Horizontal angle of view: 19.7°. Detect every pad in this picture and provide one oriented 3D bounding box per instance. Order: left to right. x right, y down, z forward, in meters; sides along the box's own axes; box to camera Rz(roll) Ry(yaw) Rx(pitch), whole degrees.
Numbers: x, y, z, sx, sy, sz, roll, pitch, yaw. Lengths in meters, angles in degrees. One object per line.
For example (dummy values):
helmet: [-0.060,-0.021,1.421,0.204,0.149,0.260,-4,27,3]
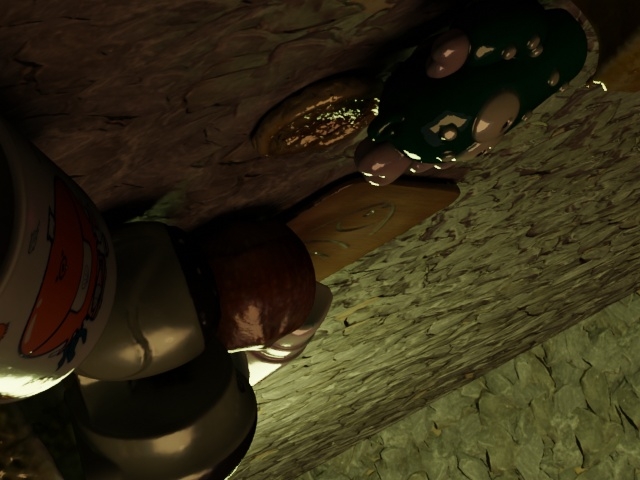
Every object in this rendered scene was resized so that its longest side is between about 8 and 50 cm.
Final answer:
pad: [0.000,0.000,2.156,0.284,0.018,0.286,-31,165,26]

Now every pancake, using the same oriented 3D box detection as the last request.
pancake: [0.008,-0.116,1.740,0.152,0.025,0.151,-22,164,-7]

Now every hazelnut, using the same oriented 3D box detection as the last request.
hazelnut: [-0.079,0.049,1.971,0.154,0.143,0.143,-14,163,-24]

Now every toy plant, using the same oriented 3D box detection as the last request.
toy plant: [0.135,-0.137,1.694,0.243,0.112,0.232,-12,148,-53]

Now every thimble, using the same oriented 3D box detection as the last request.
thimble: [-0.335,0.215,1.903,0.150,0.271,0.271,-28,166,1]

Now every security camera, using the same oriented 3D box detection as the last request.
security camera: [-0.178,0.106,1.833,0.191,0.197,0.277,-17,125,-5]

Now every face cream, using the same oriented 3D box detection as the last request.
face cream: [-0.090,0.126,2.242,0.102,0.102,0.345,-17,169,-28]

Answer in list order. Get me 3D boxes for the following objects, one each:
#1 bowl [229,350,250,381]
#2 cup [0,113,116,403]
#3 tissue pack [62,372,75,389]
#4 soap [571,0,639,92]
bowl: [-0.176,0.134,2.160,0.189,0.189,0.086,-28,-153,14]
cup: [-0.277,0.009,1.364,0.212,0.212,0.317,-25,168,2]
tissue pack: [-0.271,0.201,2.234,0.178,0.127,0.123,-10,153,-46]
soap: [0.384,-0.277,1.529,0.293,0.156,0.335,-13,161,-25]
